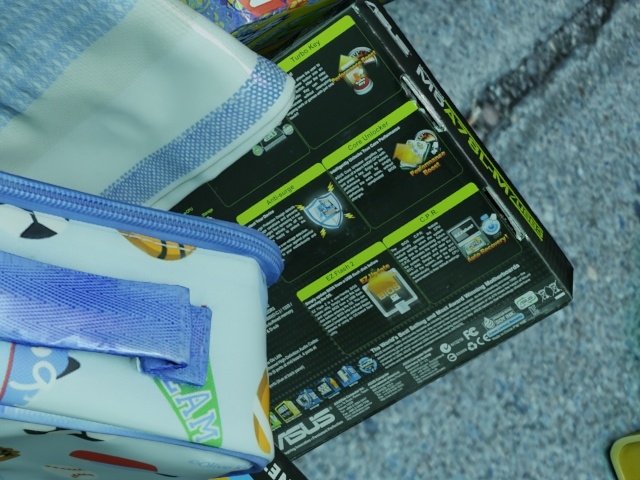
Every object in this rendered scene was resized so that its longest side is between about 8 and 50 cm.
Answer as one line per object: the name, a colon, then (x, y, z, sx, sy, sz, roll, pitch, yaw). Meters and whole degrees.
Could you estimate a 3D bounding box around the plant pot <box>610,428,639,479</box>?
plant pot: (0.356, 0.185, 0.887, 0.187, 0.212, 0.212, -19, 89, -53)

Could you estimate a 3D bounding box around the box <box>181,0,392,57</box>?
box: (-0.052, -0.254, 0.713, 0.279, 0.177, 0.290, -31, 96, -38)

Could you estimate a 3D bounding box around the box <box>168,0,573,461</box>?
box: (0.000, 0.000, 0.673, 0.184, 0.191, 0.045, 52, 23, -11)

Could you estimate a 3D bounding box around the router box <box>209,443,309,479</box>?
router box: (-0.038, 0.186, 0.676, 0.179, 0.046, 0.133, 48, 54, -16)

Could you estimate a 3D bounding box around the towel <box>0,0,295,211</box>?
towel: (-0.175, -0.080, 0.547, 0.285, 0.209, 0.034, 30, 50, -26)

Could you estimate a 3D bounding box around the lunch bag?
lunch bag: (-0.167, 0.031, 0.497, 0.303, 0.243, 0.114, 13, 70, -33)
